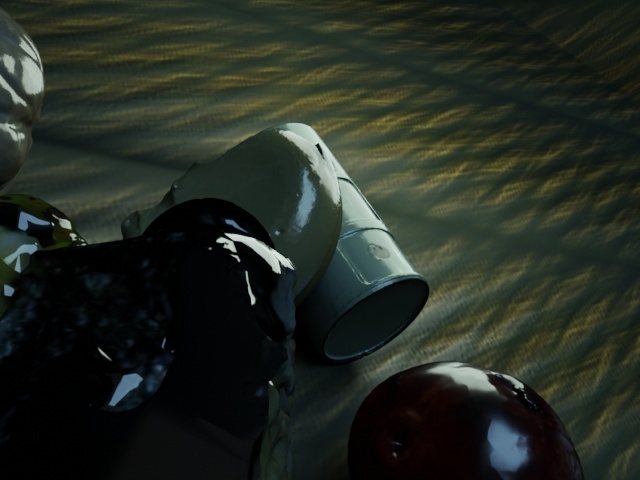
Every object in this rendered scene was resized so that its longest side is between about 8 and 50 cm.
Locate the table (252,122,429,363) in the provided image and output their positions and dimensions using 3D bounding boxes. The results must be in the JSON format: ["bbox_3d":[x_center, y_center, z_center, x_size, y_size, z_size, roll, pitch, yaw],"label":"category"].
[{"bbox_3d":[0.000,0.000,0.972,0.126,0.126,0.220,-2,47,-43],"label":"table"}]

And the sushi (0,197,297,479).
[{"bbox_3d":[-0.158,0.167,0.497,0.285,0.329,0.328,2,45,3],"label":"sushi"}]

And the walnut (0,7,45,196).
[{"bbox_3d":[-0.329,-0.111,0.744,0.224,0.224,0.224,23,35,-17],"label":"walnut"}]

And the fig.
[{"bbox_3d":[0.148,0.206,0.802,0.249,0.186,0.204,23,16,-31],"label":"fig"}]

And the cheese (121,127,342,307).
[{"bbox_3d":[-0.066,-0.011,0.878,0.175,0.202,0.091,49,-2,29],"label":"cheese"}]

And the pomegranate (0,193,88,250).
[{"bbox_3d":[-0.235,0.037,0.716,0.163,0.125,0.138,-24,77,-52],"label":"pomegranate"}]
